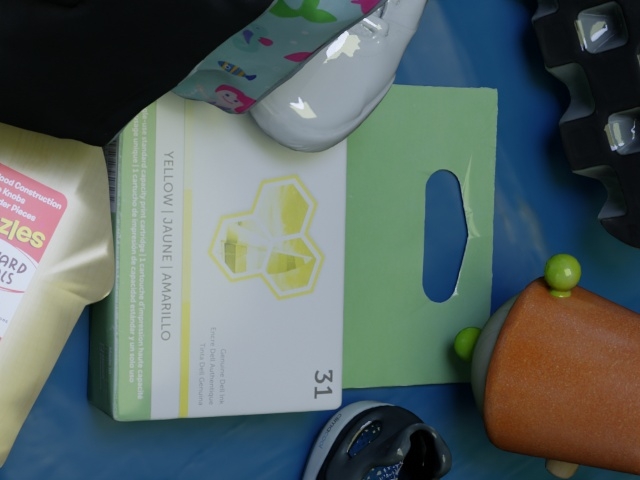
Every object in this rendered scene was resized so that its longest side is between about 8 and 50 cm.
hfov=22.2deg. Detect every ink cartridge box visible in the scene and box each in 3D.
[{"bbox_3d":[0.000,0.000,0.834,0.235,0.056,0.171,0,95,-24],"label":"ink cartridge box"}]

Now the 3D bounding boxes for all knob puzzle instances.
[{"bbox_3d":[-0.183,-0.019,0.748,0.213,0.030,0.213,2,83,-14],"label":"knob puzzle"}]

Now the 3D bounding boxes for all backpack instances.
[{"bbox_3d":[-0.064,-0.185,0.683,0.191,0.225,0.253,11,68,-27],"label":"backpack"}]

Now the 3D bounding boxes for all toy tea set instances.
[{"bbox_3d":[0.115,0.169,0.886,0.200,0.124,0.336,32,77,-63],"label":"toy tea set"}]

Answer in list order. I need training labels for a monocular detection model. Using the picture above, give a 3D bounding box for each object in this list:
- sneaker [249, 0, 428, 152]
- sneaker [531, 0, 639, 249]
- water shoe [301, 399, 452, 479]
[{"bbox_3d":[0.032,-0.139,0.784,0.080,0.094,0.212,34,62,-8],"label":"sneaker"},{"bbox_3d":[0.178,-0.172,0.882,0.146,0.122,0.331,-24,105,-41],"label":"sneaker"},{"bbox_3d":[0.012,0.184,0.841,0.073,0.080,0.203,12,90,-26],"label":"water shoe"}]
